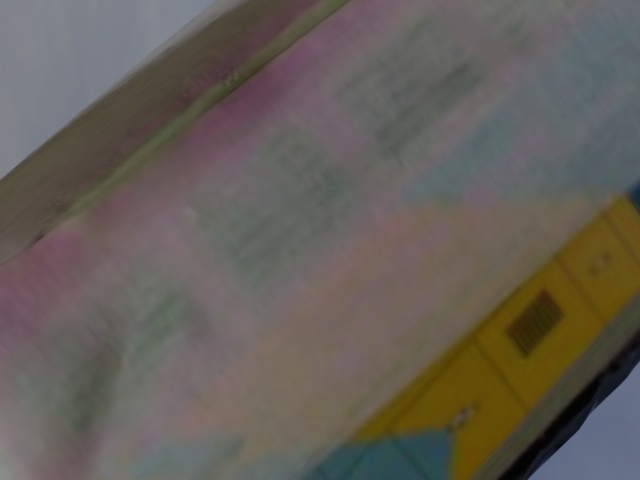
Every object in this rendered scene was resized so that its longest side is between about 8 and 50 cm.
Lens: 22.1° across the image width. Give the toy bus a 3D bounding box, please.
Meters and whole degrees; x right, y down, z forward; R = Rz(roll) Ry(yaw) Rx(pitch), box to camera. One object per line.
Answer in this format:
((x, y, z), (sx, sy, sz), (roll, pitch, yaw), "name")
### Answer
((0.000, 0.000, 0.536), (0.162, 0.386, 0.171), (53, -22, -13), "toy bus")
